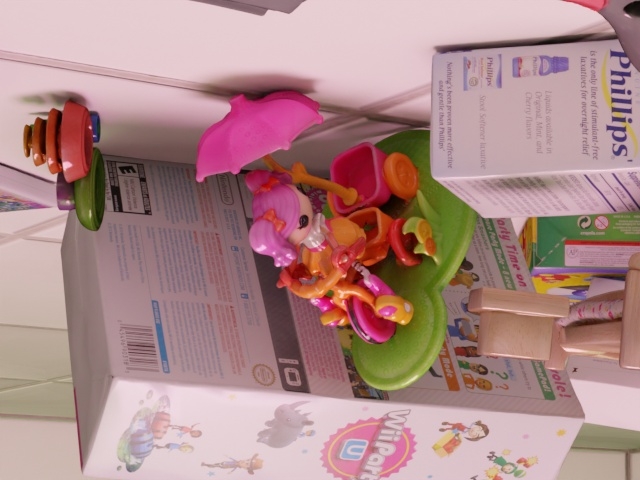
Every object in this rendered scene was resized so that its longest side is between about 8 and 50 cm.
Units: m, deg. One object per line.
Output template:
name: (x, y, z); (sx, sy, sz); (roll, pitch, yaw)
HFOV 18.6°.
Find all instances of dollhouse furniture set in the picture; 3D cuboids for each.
dollhouse furniture set: (0.247, 0.002, 1.171); (0.356, 0.173, 0.303); (7, 175, -6)

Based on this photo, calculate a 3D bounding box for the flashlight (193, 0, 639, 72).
flashlight: (0.073, -0.106, 0.735); (0.304, 0.103, 0.103); (4, 172, -26)

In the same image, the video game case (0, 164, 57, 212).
video game case: (-0.280, -0.039, 1.346); (0.143, 0.019, 0.157); (-5, 168, 24)

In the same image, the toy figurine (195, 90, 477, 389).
toy figurine: (-0.005, -0.015, 1.139); (0.130, 0.173, 0.159); (-23, 145, 36)

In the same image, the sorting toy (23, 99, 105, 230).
sorting toy: (-0.155, -0.049, 1.172); (0.042, 0.061, 0.102); (0, 147, 3)

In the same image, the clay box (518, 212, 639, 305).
clay box: (0.220, 0.018, 1.550); (0.127, 0.053, 0.222); (1, 169, 1)

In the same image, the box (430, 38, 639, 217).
box: (0.140, -0.059, 1.069); (0.137, 0.072, 0.126); (-2, 171, 16)

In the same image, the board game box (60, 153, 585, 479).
board game box: (-0.006, 0.057, 1.271); (0.303, 0.224, 0.097); (6, 129, -16)

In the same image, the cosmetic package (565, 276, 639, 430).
cosmetic package: (0.302, 0.095, 1.406); (0.239, 0.099, 0.060); (8, 140, 21)
